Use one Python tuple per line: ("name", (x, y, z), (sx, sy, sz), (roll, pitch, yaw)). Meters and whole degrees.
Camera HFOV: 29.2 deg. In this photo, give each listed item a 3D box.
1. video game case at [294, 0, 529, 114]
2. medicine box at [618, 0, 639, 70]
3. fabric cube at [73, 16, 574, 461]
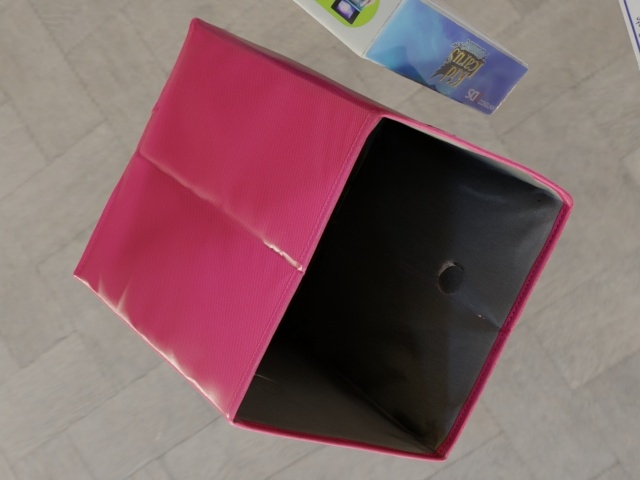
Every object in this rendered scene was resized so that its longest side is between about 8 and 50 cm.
("video game case", (0.021, -0.210, 0.976), (0.244, 0.269, 0.061), (44, 105, 22))
("medicine box", (0.465, -0.277, 1.278), (0.289, 0.263, 0.149), (-28, 130, 25))
("fabric cube", (0.000, 0.000, 1.024), (0.258, 0.254, 0.259), (34, 101, 47))
